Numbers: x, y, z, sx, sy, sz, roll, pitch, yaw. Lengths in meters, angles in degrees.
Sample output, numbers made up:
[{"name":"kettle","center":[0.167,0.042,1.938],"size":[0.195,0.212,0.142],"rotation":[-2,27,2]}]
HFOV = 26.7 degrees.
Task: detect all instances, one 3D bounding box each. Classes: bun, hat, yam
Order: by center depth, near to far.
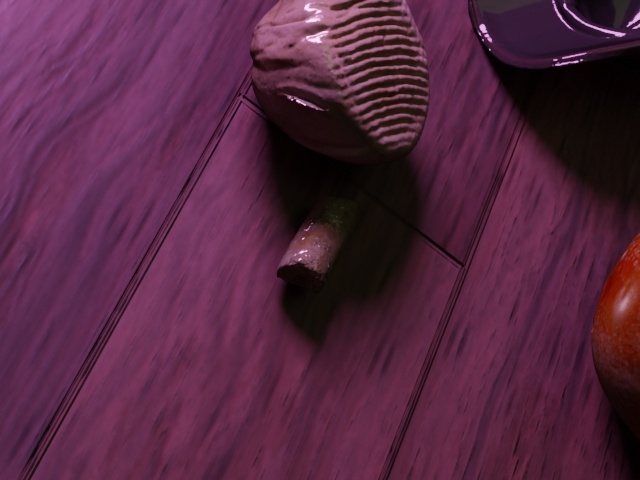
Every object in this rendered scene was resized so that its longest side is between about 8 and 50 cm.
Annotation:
[{"name":"yam","center":[0.000,0.000,1.074],"size":[0.043,0.043,0.094],"rotation":[39,53,-15]},{"name":"bun","center":[0.008,-0.136,1.093],"size":[0.173,0.113,0.166],"rotation":[30,58,-49]},{"name":"hat","center":[0.315,-0.233,1.338],"size":[0.336,0.209,0.238],"rotation":[-22,65,0]}]

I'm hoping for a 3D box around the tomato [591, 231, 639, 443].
[{"name":"tomato","center":[0.374,0.082,1.169],"size":[0.270,0.270,0.222],"rotation":[53,21,-4]}]
